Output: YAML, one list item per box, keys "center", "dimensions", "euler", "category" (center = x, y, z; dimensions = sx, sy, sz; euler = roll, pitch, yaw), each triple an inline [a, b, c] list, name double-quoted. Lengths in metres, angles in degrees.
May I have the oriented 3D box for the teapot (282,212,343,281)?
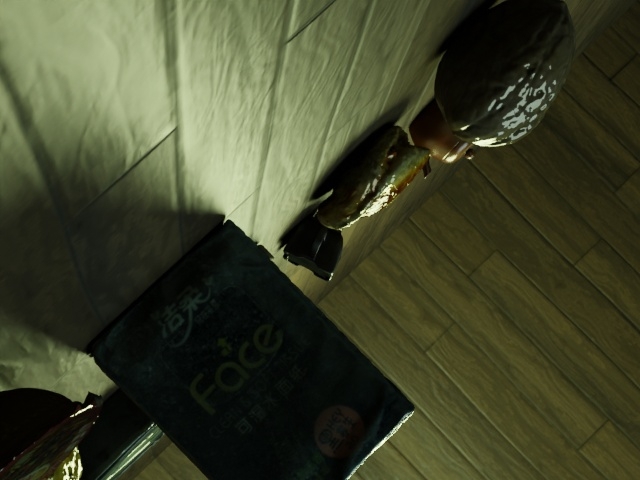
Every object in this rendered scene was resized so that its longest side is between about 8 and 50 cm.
- center: [0.000, 0.000, 2.201]
  dimensions: [0.096, 0.087, 0.177]
  euler: [-62, 177, -7]
  category: "teapot"

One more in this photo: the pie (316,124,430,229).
- center: [0.078, -0.088, 2.079]
  dimensions: [0.179, 0.084, 0.205]
  euler: [-46, 177, 19]
  category: "pie"

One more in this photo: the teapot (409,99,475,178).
- center: [0.215, -0.178, 2.279]
  dimensions: [0.173, 0.116, 0.116]
  euler: [-45, 175, -3]
  category: "teapot"

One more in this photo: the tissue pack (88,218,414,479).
- center: [-0.079, 0.165, 1.618]
  dimensions: [0.228, 0.315, 0.103]
  euler: [-45, 176, -13]
  category: "tissue pack"

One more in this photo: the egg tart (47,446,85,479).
- center: [-0.364, 0.298, 1.623]
  dimensions: [0.291, 0.107, 0.291]
  euler: [-45, 175, -5]
  category: "egg tart"

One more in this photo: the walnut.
- center: [0.253, -0.234, 1.893]
  dimensions: [0.230, 0.178, 0.178]
  euler: [-49, 174, 8]
  category: "walnut"

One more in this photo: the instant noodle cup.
- center: [-0.334, 0.218, 1.319]
  dimensions: [0.274, 0.091, 0.274]
  euler: [-44, 175, -5]
  category: "instant noodle cup"

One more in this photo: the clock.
- center: [-0.308, 0.303, 2.227]
  dimensions: [0.386, 0.076, 0.386]
  euler: [-43, 175, -5]
  category: "clock"

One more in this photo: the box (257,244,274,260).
- center: [-0.165, 0.098, 1.945]
  dimensions: [0.235, 0.034, 0.132]
  euler: [-45, 174, 8]
  category: "box"
